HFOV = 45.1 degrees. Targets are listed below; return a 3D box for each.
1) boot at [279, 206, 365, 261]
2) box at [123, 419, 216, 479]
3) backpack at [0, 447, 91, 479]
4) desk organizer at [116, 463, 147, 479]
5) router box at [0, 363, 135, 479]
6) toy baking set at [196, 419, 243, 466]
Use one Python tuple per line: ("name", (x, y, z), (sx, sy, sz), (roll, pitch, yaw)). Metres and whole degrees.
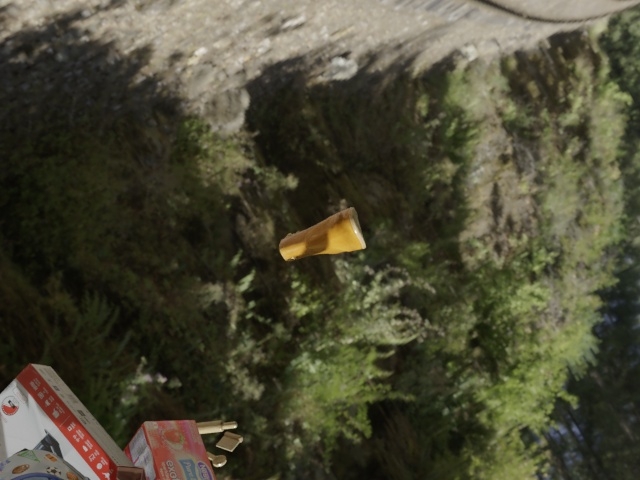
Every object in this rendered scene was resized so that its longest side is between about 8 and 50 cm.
("boot", (0.000, -0.001, 1.934), (0.211, 0.104, 0.295), (-15, 174, 1))
("box", (-0.327, 0.569, 1.732), (0.142, 0.300, 0.154), (8, 129, -40))
("backpack", (-0.502, 0.514, 1.351), (0.276, 0.263, 0.213), (-41, -162, -14))
("desk organizer", (-0.334, 0.436, 1.359), (0.047, 0.050, 0.130), (7, 151, -5))
("router box", (-0.584, 0.479, 1.593), (0.301, 0.335, 0.082), (-47, 163, -2))
("toy baking set", (-0.332, 0.539, 2.007), (0.256, 0.030, 0.196), (-7, -157, 17))
